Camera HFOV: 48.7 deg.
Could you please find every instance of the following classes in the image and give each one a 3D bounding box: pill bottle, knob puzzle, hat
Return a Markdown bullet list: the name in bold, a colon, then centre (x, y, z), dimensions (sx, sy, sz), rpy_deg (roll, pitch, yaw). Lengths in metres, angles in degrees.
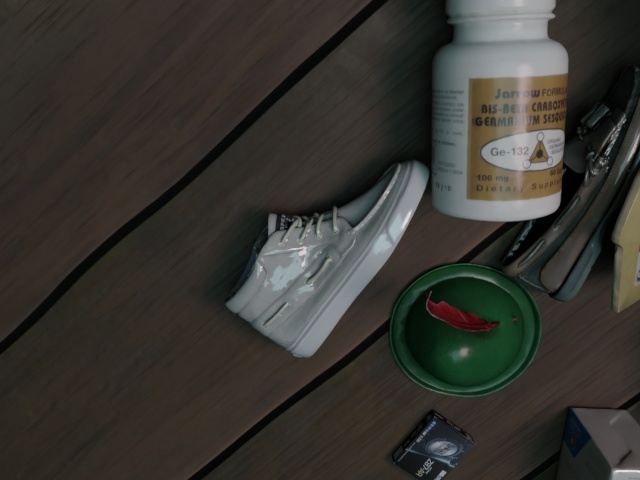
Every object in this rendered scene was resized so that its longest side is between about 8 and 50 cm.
- **pill bottle**: centre (0.176, -0.143, 0.703), dimensions (0.131, 0.131, 0.229), rpy_deg (-2, 105, 0)
- **knob puzzle**: centre (0.362, -0.041, 0.743), dimensions (0.213, 0.030, 0.213), rpy_deg (-16, 120, -31)
- **hat**: centre (0.162, 0.130, 0.759), dimensions (0.208, 0.183, 0.173), rpy_deg (20, 106, -7)

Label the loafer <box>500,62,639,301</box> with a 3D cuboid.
- **loafer**: centre (0.276, -0.062, 0.754), dimensions (0.084, 0.096, 0.268), rpy_deg (18, 108, 1)

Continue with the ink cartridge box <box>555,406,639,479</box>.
- **ink cartridge box**: centre (0.340, 0.336, 0.853), dimensions (0.078, 0.134, 0.231), rpy_deg (3, 108, -2)

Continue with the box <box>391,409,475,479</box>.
- **box**: centre (0.141, 0.262, 0.886), dimensions (0.067, 0.018, 0.083), rpy_deg (37, 103, -11)

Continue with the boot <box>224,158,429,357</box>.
- **boot**: centre (0.000, 0.000, 0.764), dimensions (0.123, 0.095, 0.258), rpy_deg (32, 101, -10)
